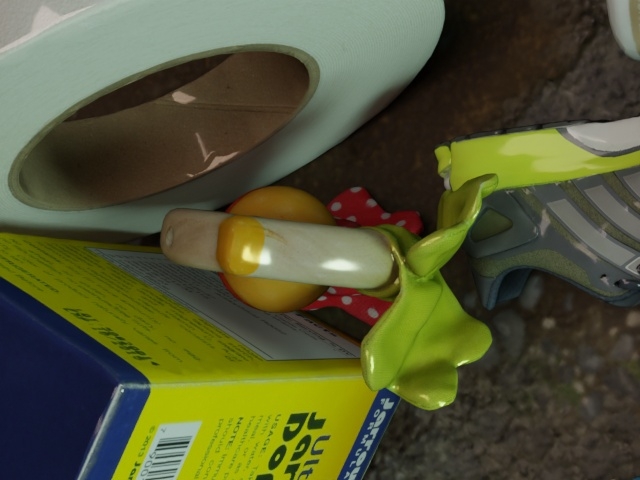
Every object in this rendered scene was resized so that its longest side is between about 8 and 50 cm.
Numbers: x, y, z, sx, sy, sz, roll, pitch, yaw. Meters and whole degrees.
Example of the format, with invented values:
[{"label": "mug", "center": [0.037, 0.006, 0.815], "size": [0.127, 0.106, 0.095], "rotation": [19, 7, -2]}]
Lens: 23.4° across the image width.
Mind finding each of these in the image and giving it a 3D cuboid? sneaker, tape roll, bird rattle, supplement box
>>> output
[{"label": "sneaker", "center": [0.217, -0.022, 0.969], "size": [0.300, 0.111, 0.121], "rotation": [-6, 91, 34]}, {"label": "tape roll", "center": [-0.108, -0.098, 0.975], "size": [0.392, 0.392, 0.072], "rotation": [-29, 74, 23]}, {"label": "bird rattle", "center": [0.000, 0.000, 0.984], "size": [0.253, 0.207, 0.143], "rotation": [29, 108, 64]}, {"label": "supplement box", "center": [-0.128, 0.125, 0.987], "size": [0.194, 0.356, 0.195], "rotation": [30, 101, 27]}]

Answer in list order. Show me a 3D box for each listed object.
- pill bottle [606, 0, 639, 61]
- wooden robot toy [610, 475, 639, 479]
[{"label": "pill bottle", "center": [0.312, -0.160, 0.890], "size": [0.264, 0.153, 0.153], "rotation": [12, 92, 28]}, {"label": "wooden robot toy", "center": [0.238, 0.125, 0.973], "size": [0.173, 0.076, 0.079], "rotation": [-38, 35, 21]}]
